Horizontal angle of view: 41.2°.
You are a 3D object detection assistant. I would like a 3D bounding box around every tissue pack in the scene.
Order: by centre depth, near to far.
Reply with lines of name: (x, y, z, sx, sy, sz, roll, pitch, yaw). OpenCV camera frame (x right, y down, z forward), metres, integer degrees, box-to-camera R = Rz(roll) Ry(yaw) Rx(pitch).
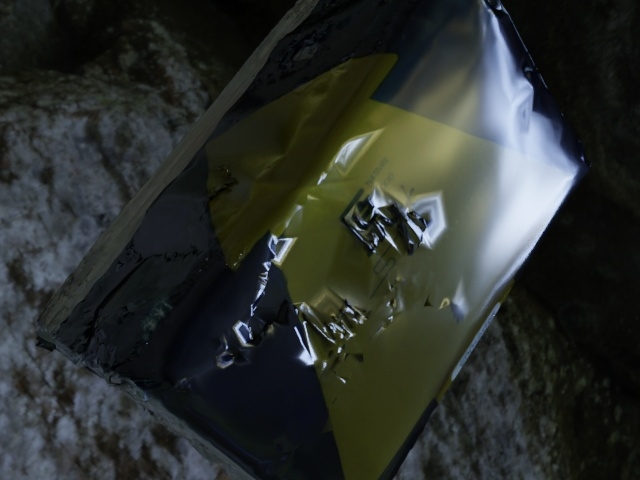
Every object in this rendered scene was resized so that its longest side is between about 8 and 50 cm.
tissue pack: (0.000, 0.000, 0.720, 0.264, 0.416, 0.253, 47, -19, -29)
